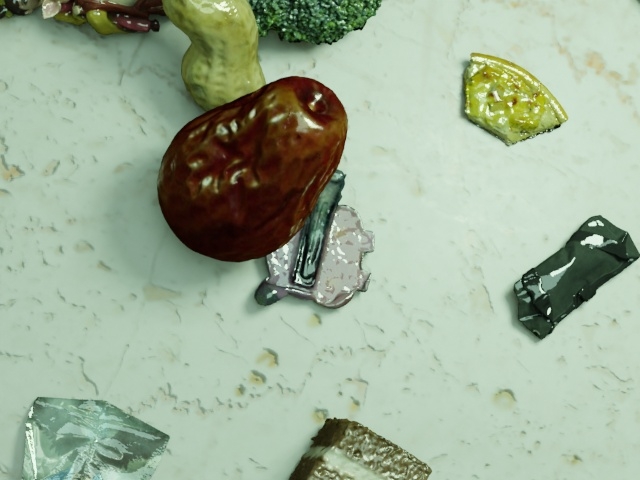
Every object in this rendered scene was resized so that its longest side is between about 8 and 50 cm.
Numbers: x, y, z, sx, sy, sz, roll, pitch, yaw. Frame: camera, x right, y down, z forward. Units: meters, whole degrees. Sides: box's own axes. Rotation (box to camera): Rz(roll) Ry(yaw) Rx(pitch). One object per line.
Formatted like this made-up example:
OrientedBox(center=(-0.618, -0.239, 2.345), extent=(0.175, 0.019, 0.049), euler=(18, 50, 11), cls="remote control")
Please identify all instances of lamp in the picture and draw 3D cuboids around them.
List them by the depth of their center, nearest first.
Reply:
OrientedBox(center=(-0.285, -0.319, 1.600), extent=(0.253, 0.118, 0.118), euler=(-3, 80, -12), cls="lamp")

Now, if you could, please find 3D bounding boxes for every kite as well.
OrientedBox(center=(-0.307, 0.332, 1.504), extent=(0.169, 0.015, 0.310), euler=(22, 65, -6), cls="kite")

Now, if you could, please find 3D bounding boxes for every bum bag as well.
OrientedBox(center=(0.334, 0.043, 1.674), extent=(0.197, 0.049, 0.087), euler=(-38, 93, -15), cls="bum bag")

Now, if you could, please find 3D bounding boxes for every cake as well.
OrientedBox(center=(0.035, 0.301, 1.529), extent=(0.134, 0.135, 0.147), euler=(30, 76, -6), cls="cake")

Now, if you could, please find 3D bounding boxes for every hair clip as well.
OrientedBox(center=(-0.001, 0.000, 1.628), extent=(0.146, 0.056, 0.187), euler=(10, 87, -9), cls="hair clip")

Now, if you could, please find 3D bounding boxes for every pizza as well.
OrientedBox(center=(0.253, -0.186, 1.708), extent=(0.160, 0.036, 0.099), euler=(33, 76, -2), cls="pizza")

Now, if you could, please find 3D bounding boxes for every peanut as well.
OrientedBox(center=(-0.126, -0.238, 1.577), extent=(0.103, 0.098, 0.229), euler=(-26, 127, -20), cls="peanut")

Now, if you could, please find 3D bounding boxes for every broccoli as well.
OrientedBox(center=(0.000, -0.350, 1.632), extent=(0.198, 0.226, 0.176), euler=(46, 34, -33), cls="broccoli")

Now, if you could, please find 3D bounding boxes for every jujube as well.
OrientedBox(center=(-0.079, -0.087, 1.526), extent=(0.190, 0.255, 0.190), euler=(26, 41, -25), cls="jujube")
